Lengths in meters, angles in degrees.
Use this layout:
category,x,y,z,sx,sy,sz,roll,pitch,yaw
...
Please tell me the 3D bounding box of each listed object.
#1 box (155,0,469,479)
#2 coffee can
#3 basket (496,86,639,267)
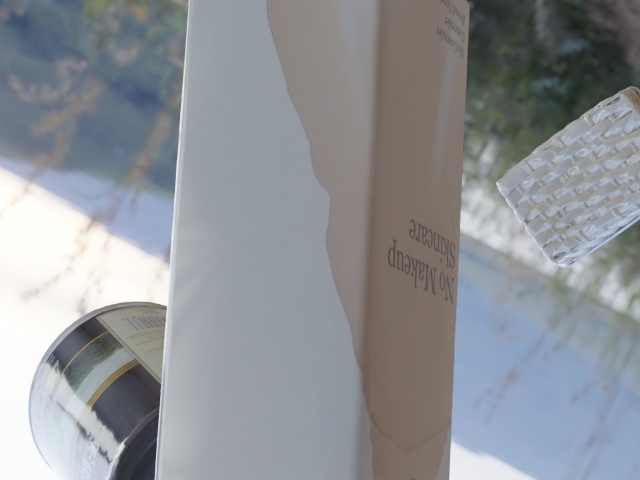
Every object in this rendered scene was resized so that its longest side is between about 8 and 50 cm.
category,x,y,z,sx,sy,sz,roll,pitch,yaw
box,0.000,0.000,0.999,0.121,0.311,0.148,-2,170,24
coffee can,-0.134,0.186,1.625,0.201,0.202,0.275,27,-178,-26
basket,0.264,-0.061,1.736,0.113,0.167,0.103,55,-167,8
